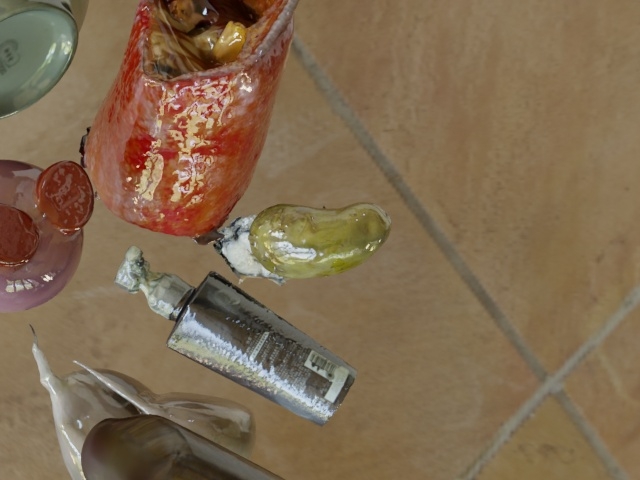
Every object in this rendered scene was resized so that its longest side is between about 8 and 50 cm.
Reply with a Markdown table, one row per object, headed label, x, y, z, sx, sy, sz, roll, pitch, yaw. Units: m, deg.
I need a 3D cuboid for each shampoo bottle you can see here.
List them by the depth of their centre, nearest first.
| label | x | y | z | sx | sy | sz | roll | pitch | yaw |
| --- | --- | --- | --- | --- | --- | --- | --- | --- | --- |
| shampoo bottle | -0.071 | 0.073 | 0.972 | 0.208 | 0.063 | 0.057 | 31 | 40 | -2 |

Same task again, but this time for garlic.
| label | x | y | z | sx | sy | sz | roll | pitch | yaw |
| --- | --- | --- | --- | --- | --- | --- | --- | --- | --- |
| garlic | -0.237 | 0.257 | 1.720 | 0.231 | 0.245 | 0.340 | -25 | 138 | 17 |

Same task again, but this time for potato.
| label | x | y | z | sx | sy | sz | roll | pitch | yaw |
| --- | --- | --- | --- | --- | --- | --- | --- | --- | --- |
| potato | 0.000 | 0.000 | 1.158 | 0.138 | 0.091 | 0.070 | -3 | 75 | 7 |

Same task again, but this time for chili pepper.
| label | x | y | z | sx | sy | sz | roll | pitch | yaw |
| --- | --- | --- | --- | --- | --- | --- | --- | --- | --- |
| chili pepper | -0.161 | -0.177 | 1.416 | 0.229 | 0.305 | 0.251 | 32 | 50 | 11 |

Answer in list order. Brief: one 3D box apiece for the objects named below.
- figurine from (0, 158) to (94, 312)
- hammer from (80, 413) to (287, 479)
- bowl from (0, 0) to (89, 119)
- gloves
| label | x | y | z | sx | sy | sz | roll | pitch | yaw |
| --- | --- | --- | --- | --- | --- | --- | --- | --- | --- |
| figurine | -0.336 | -0.003 | 1.283 | 0.173 | 0.173 | 0.173 | -1 | 91 | -25 |
| hammer | 0.064 | 0.185 | 0.627 | 0.409 | 0.242 | 0.095 | 34 | 81 | -26 |
| bowl | -0.400 | -0.259 | 1.385 | 0.354 | 0.354 | 0.185 | -35 | 69 | -20 |
| gloves | -0.097 | 0.008 | 1.803 | 0.114 | 0.153 | 0.070 | 6 | 63 | 11 |
